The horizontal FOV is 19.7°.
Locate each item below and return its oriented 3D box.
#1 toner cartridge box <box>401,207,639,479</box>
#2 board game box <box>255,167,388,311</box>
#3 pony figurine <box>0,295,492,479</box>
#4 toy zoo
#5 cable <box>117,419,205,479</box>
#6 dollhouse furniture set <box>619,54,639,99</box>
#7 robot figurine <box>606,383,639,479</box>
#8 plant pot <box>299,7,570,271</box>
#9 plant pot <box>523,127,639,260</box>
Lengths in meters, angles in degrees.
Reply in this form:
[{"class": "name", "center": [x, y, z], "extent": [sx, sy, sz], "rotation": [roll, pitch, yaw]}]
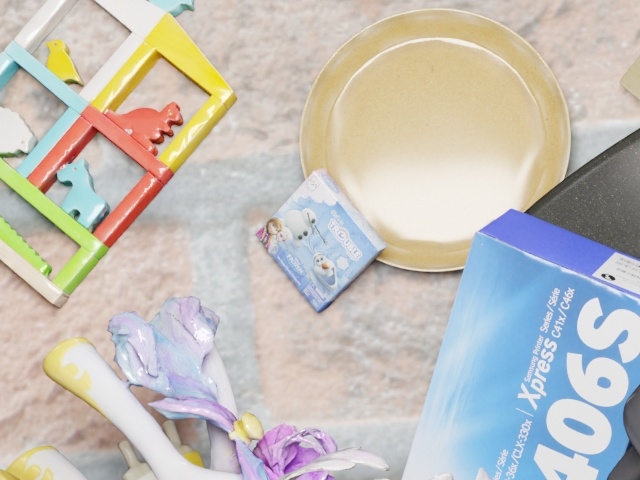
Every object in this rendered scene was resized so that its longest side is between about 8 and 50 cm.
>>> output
[{"class": "toner cartridge box", "center": [0.161, 0.167, 1.450], "extent": [0.165, 0.075, 0.348], "rotation": [23, 114, 21]}, {"class": "board game box", "center": [0.000, 0.000, 1.598], "extent": [0.090, 0.020, 0.090], "rotation": [50, 122, 12]}, {"class": "pony figurine", "center": [-0.083, 0.219, 1.394], "extent": [0.351, 0.303, 0.363], "rotation": [-43, 56, 13]}, {"class": "toy zoo", "center": [-0.211, -0.112, 1.657], "extent": [0.192, 0.030, 0.293], "rotation": [40, 86, 11]}, {"class": "cable", "center": [-0.099, 0.299, 1.548], "extent": [0.139, 0.072, 0.287], "rotation": [-37, 77, -5]}, {"class": "dollhouse furniture set", "center": [0.377, -0.139, 1.586], "extent": [0.151, 0.123, 0.144], "rotation": [-52, 45, 10]}, {"class": "robot figurine", "center": [0.319, 0.109, 1.270], "extent": [0.209, 0.173, 0.278], "rotation": [47, 109, 30]}, {"class": "plant pot", "center": [0.100, -0.087, 1.621], "extent": [0.236, 0.032, 0.236], "rotation": [-1, 80, 6]}, {"class": "plant pot", "center": [0.253, 0.027, 1.519], "extent": [0.167, 0.188, 0.187], "rotation": [-24, 78, 16]}]
